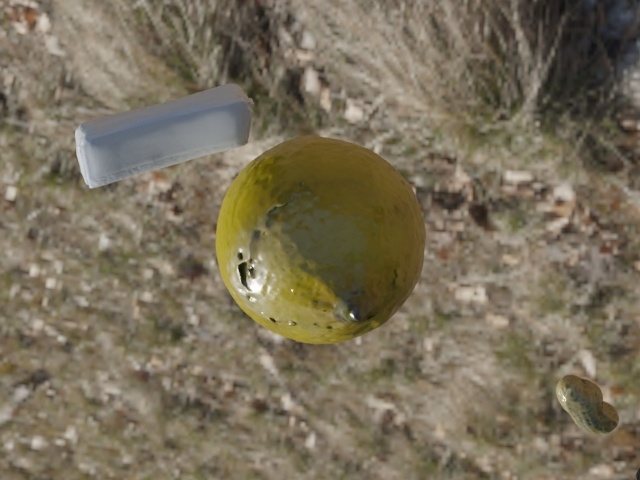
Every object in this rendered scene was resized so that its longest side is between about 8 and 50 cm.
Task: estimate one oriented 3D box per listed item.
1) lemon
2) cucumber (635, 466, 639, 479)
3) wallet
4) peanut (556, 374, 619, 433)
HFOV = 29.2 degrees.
[{"bbox_3d":[-0.001,0.000,1.342,0.228,0.229,0.253,10,180,-8],"label":"lemon"},{"bbox_3d":[0.264,0.250,0.877,0.115,0.193,0.086,7,167,13],"label":"cucumber"},{"bbox_3d":[-0.158,-0.109,1.271,0.190,0.033,0.095,-17,153,-11],"label":"wallet"},{"bbox_3d":[0.340,0.211,1.566,0.054,0.054,0.113,-17,131,40],"label":"peanut"}]
